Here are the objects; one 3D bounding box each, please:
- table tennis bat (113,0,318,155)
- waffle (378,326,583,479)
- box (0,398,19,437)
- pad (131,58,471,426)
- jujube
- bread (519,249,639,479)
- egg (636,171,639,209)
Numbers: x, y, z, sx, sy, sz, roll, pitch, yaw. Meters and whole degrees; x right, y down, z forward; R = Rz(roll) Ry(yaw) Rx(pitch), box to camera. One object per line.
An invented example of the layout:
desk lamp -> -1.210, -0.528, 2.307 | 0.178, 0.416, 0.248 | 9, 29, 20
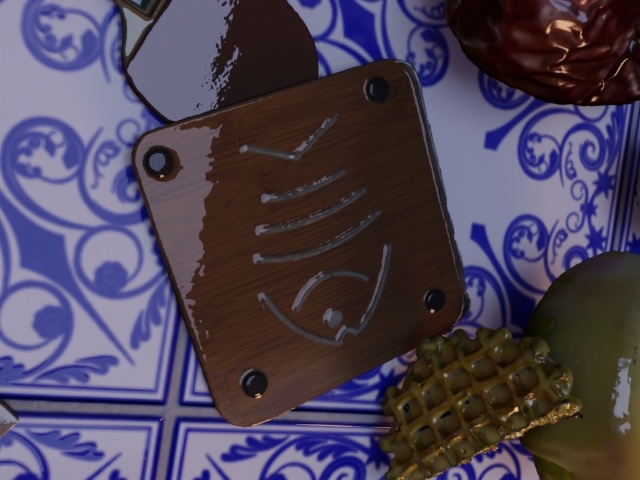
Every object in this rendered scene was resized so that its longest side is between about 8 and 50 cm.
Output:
table tennis bat -> -0.118, -0.180, 0.614 | 0.274, 0.021, 0.154 | 33, 80, -26
waffle -> 0.141, 0.159, 0.675 | 0.046, 0.192, 0.160 | 22, 72, -50
box -> -0.279, 0.146, 0.554 | 0.083, 0.024, 0.053 | -46, 111, -18
pad -> 0.000, 0.000, 0.679 | 0.287, 0.018, 0.284 | -22, 106, -22
jujube -> 0.273, -0.238, 0.710 | 0.342, 0.216, 0.216 | 2, 92, -33
bread -> 0.256, 0.135, 0.714 | 0.156, 0.158, 0.260 | 32, 66, -51
egg -> 0.454, -0.055, 0.823 | 0.209, 0.151, 0.151 | 1, 93, -28
